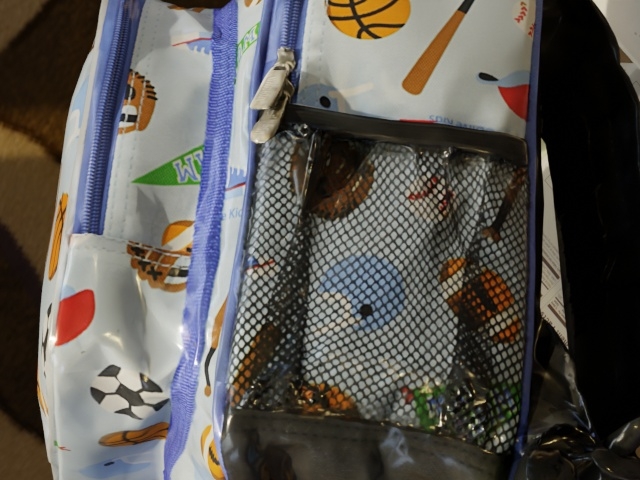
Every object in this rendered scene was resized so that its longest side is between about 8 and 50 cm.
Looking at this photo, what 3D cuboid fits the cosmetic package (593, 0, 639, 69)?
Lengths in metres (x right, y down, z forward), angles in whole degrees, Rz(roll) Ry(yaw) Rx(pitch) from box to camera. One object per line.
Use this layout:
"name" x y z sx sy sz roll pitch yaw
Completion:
"cosmetic package" 0.262 -0.161 0.731 0.231 0.085 0.117 -39 87 -13

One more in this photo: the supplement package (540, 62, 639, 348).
"supplement package" 0.239 -0.027 1.473 0.263 0.199 0.198 -47 113 -11

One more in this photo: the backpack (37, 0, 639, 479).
"backpack" 0.000 0.000 0.567 0.213 0.276 0.263 17 65 -7
